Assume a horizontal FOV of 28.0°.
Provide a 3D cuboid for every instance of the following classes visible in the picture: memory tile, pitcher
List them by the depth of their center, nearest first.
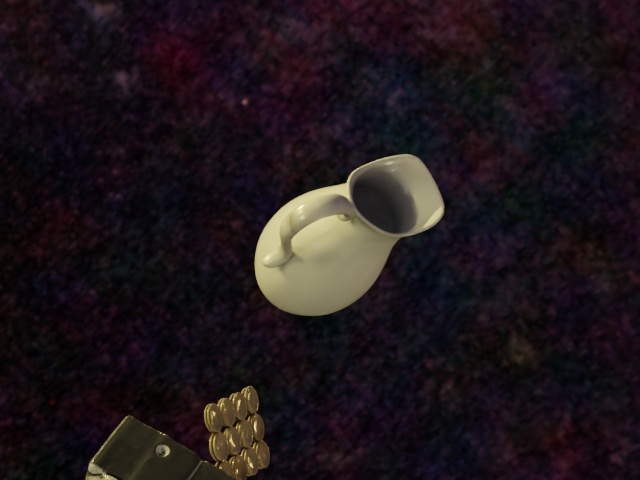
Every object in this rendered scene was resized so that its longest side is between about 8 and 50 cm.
[{"bbox_3d":[0.000,0.000,1.313,0.178,0.207,0.125,-7,69,-39],"label":"pitcher"},{"bbox_3d":[-0.108,0.254,1.654,0.148,0.012,0.113,-13,90,-68],"label":"memory tile"}]

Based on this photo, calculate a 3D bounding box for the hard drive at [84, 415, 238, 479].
[{"bbox_3d":[-0.042,0.299,0.974,0.339,0.237,0.064,30,45,5],"label":"hard drive"}]
